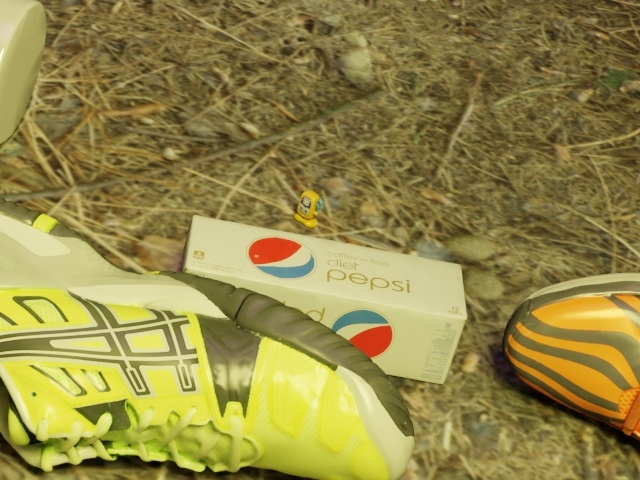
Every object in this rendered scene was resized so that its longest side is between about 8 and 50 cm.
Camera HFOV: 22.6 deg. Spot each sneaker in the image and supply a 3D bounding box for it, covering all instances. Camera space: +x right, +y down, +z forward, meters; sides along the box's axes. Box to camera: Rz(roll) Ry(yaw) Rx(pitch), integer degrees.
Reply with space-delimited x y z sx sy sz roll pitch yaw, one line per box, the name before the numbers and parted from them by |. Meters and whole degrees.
sneaker | 0.286 0.135 1.157 0.321 0.125 0.180 15 33 0
sneaker | -0.128 0.100 1.073 0.384 0.145 0.147 18 55 9

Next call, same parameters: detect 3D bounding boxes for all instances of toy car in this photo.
toy car | 0.000 0.000 1.314 0.060 0.041 0.122 -13 44 -35

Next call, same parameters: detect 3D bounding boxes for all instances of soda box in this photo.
soda box | -0.001 0.045 1.226 0.216 0.069 0.074 11 34 -7

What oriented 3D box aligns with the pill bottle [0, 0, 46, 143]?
pill bottle | -0.371 -0.176 1.324 0.264 0.153 0.153 18 35 4
